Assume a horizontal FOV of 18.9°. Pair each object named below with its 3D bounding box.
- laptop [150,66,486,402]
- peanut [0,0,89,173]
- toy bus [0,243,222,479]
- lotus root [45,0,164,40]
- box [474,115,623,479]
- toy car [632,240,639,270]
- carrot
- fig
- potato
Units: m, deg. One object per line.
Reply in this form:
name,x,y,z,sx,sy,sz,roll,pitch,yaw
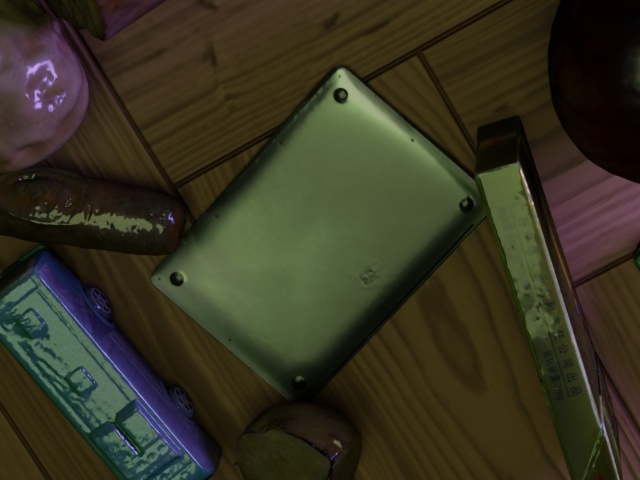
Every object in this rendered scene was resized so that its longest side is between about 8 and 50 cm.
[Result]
laptop,0.000,0.000,1.691,0.187,0.015,0.269,41,106,-7
peanut,-0.369,-0.192,1.589,0.387,0.169,0.192,28,101,-3
toy bus,-0.195,0.128,1.703,0.091,0.109,0.262,-39,101,8
lotus root,-0.162,-0.334,1.473,0.250,0.316,0.316,-32,102,-2
box,0.194,0.061,1.611,0.043,0.173,0.311,-16,104,11
toy car,0.342,0.052,1.651,0.071,0.062,0.165,-42,99,16
carrot,-0.287,-0.033,1.684,0.342,0.070,0.070,6,107,5
fig,0.275,-0.155,1.521,0.214,0.235,0.235,36,111,33
potato,-0.014,0.197,1.731,0.100,0.089,0.172,28,141,17
